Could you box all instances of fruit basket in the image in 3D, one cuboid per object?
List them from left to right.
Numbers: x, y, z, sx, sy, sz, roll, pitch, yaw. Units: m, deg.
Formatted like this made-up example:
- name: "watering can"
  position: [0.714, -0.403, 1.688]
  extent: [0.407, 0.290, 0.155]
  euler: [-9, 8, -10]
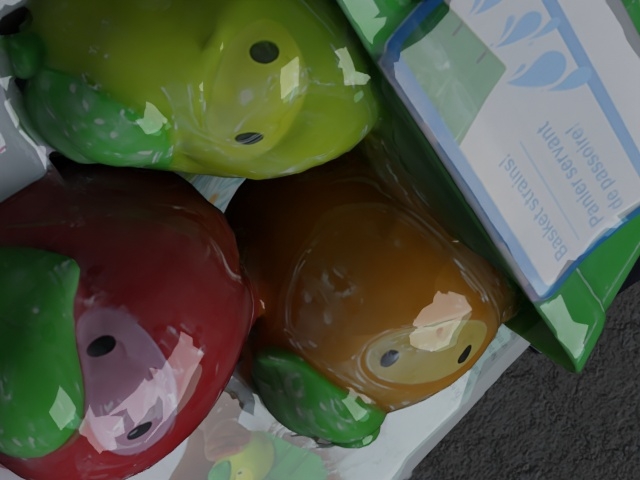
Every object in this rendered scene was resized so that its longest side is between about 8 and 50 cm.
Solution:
- name: "fruit basket"
  position: [-0.032, 0.003, 0.662]
  extent: [0.353, 0.165, 0.327]
  euler: [-47, 131, -13]

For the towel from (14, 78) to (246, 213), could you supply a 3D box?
- name: "towel"
  position: [-0.036, -0.065, 0.918]
  extent: [0.320, 0.090, 0.374]
  euler: [-49, 171, -18]

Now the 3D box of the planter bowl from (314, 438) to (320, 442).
- name: "planter bowl"
  position: [-0.082, 0.176, 1.585]
  extent: [0.162, 0.109, 0.162]
  euler: [-48, 170, -11]

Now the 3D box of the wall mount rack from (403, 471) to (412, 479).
- name: "wall mount rack"
  position: [0.061, 0.092, 1.793]
  extent: [0.350, 0.130, 0.304]
  euler: [-61, 156, -6]

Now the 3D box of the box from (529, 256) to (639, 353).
- name: "box"
  position: [0.232, -0.122, 1.536]
  extent: [0.343, 0.179, 0.312]
  euler: [-62, 163, 19]
